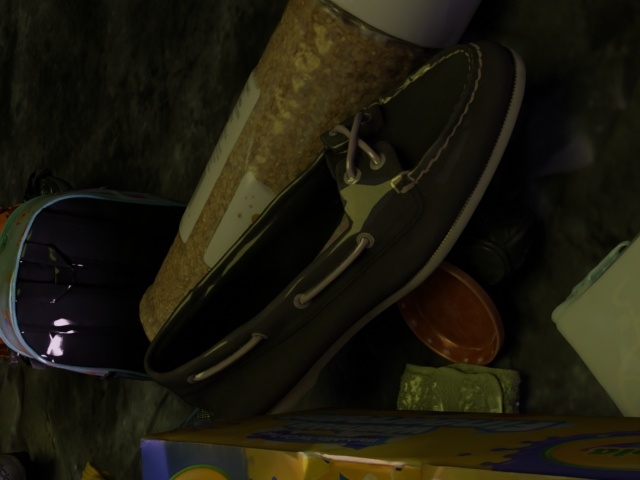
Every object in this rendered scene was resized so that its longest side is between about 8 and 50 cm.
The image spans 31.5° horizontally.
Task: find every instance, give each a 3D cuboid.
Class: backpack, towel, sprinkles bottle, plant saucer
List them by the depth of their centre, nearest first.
[{"bbox_3d":[0.084,0.045,0.735,0.083,0.013,0.083,31,143,28],"label":"plant saucer"},{"bbox_3d":[0.086,0.154,0.736,0.110,0.027,0.148,-8,78,53],"label":"towel"},{"bbox_3d":[-0.016,-0.062,0.830,0.355,0.121,0.121,-61,42,27],"label":"sprinkles bottle"},{"bbox_3d":[-0.191,0.035,0.986,0.144,0.188,0.165,11,93,53],"label":"backpack"}]

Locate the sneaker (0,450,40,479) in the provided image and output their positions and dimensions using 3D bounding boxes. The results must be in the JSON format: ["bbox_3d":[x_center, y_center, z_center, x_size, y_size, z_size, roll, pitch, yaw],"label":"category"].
[{"bbox_3d":[-0.347,0.278,1.261,0.063,0.075,0.170,58,153,18],"label":"sneaker"}]

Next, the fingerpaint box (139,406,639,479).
[{"bbox_3d":[0.093,0.276,0.561,0.445,0.163,0.371,-11,83,53],"label":"fingerpaint box"}]

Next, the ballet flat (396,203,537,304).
[{"bbox_3d":[0.079,0.011,0.768,0.173,0.049,0.057,-8,118,54],"label":"ballet flat"}]

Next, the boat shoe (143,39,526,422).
[{"bbox_3d":[0.000,0.000,0.732,0.335,0.095,0.112,-53,29,27],"label":"boat shoe"}]

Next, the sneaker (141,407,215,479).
[{"bbox_3d":[-0.116,0.210,0.964,0.221,0.083,0.087,-48,35,30],"label":"sneaker"}]

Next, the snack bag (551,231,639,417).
[{"bbox_3d":[0.275,0.048,0.499,0.323,0.037,0.342,-55,45,32],"label":"snack bag"}]

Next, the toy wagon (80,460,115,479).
[{"bbox_3d":[-0.263,0.372,1.078,0.344,0.068,0.267,-60,28,10],"label":"toy wagon"}]

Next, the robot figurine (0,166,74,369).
[{"bbox_3d":[-0.317,0.037,1.237,0.291,0.085,0.211,-11,76,52],"label":"robot figurine"}]
